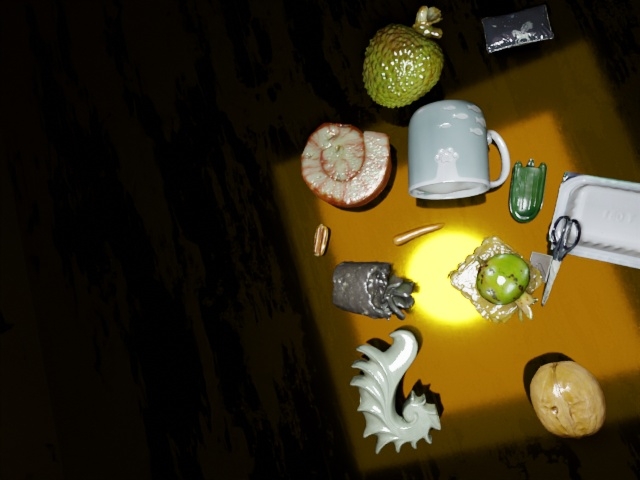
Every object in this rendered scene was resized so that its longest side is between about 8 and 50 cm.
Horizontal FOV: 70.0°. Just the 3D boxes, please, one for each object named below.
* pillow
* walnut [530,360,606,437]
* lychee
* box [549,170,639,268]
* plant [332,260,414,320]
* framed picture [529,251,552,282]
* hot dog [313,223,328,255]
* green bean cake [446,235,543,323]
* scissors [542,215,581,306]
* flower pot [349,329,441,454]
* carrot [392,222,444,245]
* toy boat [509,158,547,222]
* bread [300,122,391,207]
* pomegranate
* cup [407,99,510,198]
[{"bbox_3d":[0.665,-0.718,1.547,0.208,0.055,0.142,-8,75,16],"label":"pillow"},{"bbox_3d":[0.733,0.474,1.356,0.195,0.195,0.222,-14,83,16],"label":"walnut"},{"bbox_3d":[0.287,-0.607,1.551,0.319,0.269,0.270,-32,75,45],"label":"lychee"},{"bbox_3d":[0.902,-0.066,1.389,0.336,0.106,0.265,13,89,17],"label":"box"},{"bbox_3d":[0.184,0.163,1.549,0.275,0.199,0.189,8,92,24],"label":"plant"},{"bbox_3d":[0.712,0.086,1.487,0.066,0.006,0.089,14,90,18],"label":"framed picture"},{"bbox_3d":[0.000,0.000,1.706,0.049,0.037,0.122,12,94,7],"label":"hot dog"},{"bbox_3d":[0.554,0.123,1.470,0.229,0.131,0.224,43,101,13],"label":"green bean cake"},{"bbox_3d":[0.736,0.072,1.429,0.022,0.109,0.300,5,108,-13],"label":"scissors"},{"bbox_3d":[0.237,0.499,1.521,0.253,0.164,0.368,-17,80,10],"label":"flower pot"},{"bbox_3d":[0.342,-0.028,1.598,0.190,0.037,0.037,-22,79,13],"label":"carrot"},{"bbox_3d":[0.678,-0.164,1.496,0.104,0.052,0.211,6,89,16],"label":"toy boat"},{"bbox_3d":[0.088,-0.270,1.659,0.327,0.114,0.296,19,92,17],"label":"bread"},{"bbox_3d":[0.548,0.135,1.343,0.156,0.156,0.220,-32,112,12],"label":"pomegranate"},{"bbox_3d":[0.459,-0.293,1.494,0.356,0.259,0.275,0,84,-14],"label":"cup"}]
